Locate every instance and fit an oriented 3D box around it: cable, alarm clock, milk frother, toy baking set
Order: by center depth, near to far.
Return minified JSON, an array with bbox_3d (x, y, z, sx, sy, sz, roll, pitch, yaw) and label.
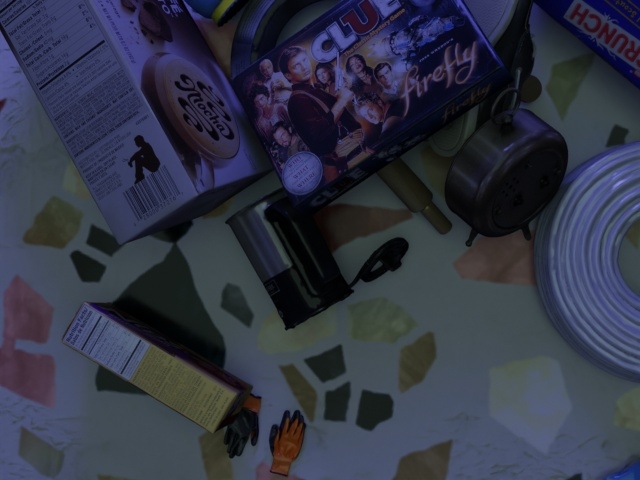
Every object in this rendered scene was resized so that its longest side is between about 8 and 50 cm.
[{"bbox_3d":[0.188,-0.077,1.336,0.129,0.192,0.064,-34,51,-18],"label":"alarm clock"},{"bbox_3d":[0.351,0.021,1.382,0.257,0.089,0.257,4,90,4],"label":"cable"},{"bbox_3d":[0.123,-0.137,1.405,0.256,0.030,0.197,42,83,-17],"label":"toy baking set"},{"bbox_3d":[0.000,0.000,1.414,0.143,0.129,0.134,-27,87,-40],"label":"milk frother"}]

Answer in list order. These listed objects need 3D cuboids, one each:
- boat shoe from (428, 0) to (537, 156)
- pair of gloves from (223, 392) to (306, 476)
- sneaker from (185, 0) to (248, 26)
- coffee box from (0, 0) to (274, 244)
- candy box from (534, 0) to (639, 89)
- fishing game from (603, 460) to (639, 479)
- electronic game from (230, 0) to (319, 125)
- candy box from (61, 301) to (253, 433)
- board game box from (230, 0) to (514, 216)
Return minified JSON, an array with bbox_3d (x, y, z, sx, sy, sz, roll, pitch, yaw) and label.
[{"bbox_3d":[0.177,-0.193,1.346,0.079,0.084,0.233,5,108,-32],"label":"boat shoe"},{"bbox_3d":[-0.060,0.210,1.448,0.083,0.010,0.074,20,91,5],"label":"pair of gloves"},{"bbox_3d":[-0.067,-0.323,1.414,0.082,0.069,0.209,44,84,2],"label":"sneaker"},{"bbox_3d":[-0.194,-0.163,1.370,0.119,0.168,0.297,-31,87,28],"label":"coffee box"},{"bbox_3d":[0.368,-0.304,1.282,0.268,0.122,0.317,40,135,2],"label":"candy box"},{"bbox_3d":[0.350,0.311,1.360,0.264,0.041,0.189,-11,69,21],"label":"fishing game"},{"bbox_3d":[0.019,-0.188,1.426,0.229,0.048,0.229,0,94,-4],"label":"electronic game"},{"bbox_3d":[-0.169,0.131,1.404,0.187,0.109,0.053,31,91,7],"label":"candy box"},{"bbox_3d":[0.045,-0.158,1.322,0.243,0.042,0.165,-34,64,13],"label":"board game box"}]
